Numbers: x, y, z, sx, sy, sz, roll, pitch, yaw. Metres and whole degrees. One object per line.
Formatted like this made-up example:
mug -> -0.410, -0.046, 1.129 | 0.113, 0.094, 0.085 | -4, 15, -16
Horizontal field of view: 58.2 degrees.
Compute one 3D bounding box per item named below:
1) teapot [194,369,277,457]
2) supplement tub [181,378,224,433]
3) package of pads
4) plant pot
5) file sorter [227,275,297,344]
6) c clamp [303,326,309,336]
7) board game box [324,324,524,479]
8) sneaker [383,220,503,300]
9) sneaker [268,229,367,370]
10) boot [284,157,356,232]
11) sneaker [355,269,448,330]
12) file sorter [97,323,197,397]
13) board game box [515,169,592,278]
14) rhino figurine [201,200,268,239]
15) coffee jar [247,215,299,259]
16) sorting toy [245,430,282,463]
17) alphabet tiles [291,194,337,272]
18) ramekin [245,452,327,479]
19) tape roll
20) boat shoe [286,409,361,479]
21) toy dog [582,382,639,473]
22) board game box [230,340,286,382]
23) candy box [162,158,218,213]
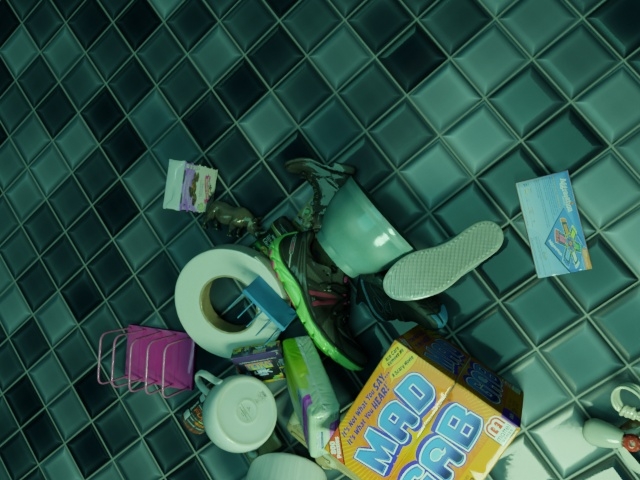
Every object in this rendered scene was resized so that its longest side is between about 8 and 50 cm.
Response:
teapot -> -0.279, 0.550, 1.829 | 0.187, 0.253, 0.255 | -31, 52, 50
supplement tub -> -0.377, 0.560, 1.962 | 0.106, 0.106, 0.198 | 46, 104, 16
package of pads -> -0.026, 0.463, 1.713 | 0.101, 0.229, 0.296 | -13, 41, -13
plant pot -> 0.113, -0.015, 1.671 | 0.196, 0.293, 0.293 | -41, 75, 9
file sorter -> -0.181, 0.219, 1.776 | 0.170, 0.118, 0.104 | 45, 115, 0
c clamp -> -0.005, 0.240, 1.872 | 0.161, 0.022, 0.137 | -42, 70, 17
board game box -> 0.296, 0.489, 1.569 | 0.356, 0.356, 0.356 | 34, 101, 17
sneaker -> 0.343, 0.075, 1.628 | 0.366, 0.150, 0.135 | -24, 75, -5
sneaker -> 0.020, 0.178, 1.755 | 0.202, 0.185, 0.482 | -30, 85, -2
boot -> -0.010, -0.140, 1.836 | 0.263, 0.091, 0.228 | 9, 90, 19
sneaker -> 0.234, 0.191, 1.697 | 0.341, 0.125, 0.139 | 33, 112, 48
file sorter -> -0.609, 0.420, 2.013 | 0.291, 0.182, 0.201 | 4, 91, 21
board game box -> 0.653, -0.044, 1.617 | 0.145, 0.027, 0.281 | -13, 84, 22
rhino figurine -> -0.286, -0.065, 1.956 | 0.244, 0.073, 0.106 | 16, 98, 19
coffee jar -> -0.155, 0.007, 1.890 | 0.184, 0.079, 0.096 | -44, 81, 21
sorting toy -> -0.200, 0.660, 1.924 | 0.132, 0.046, 0.274 | -36, 77, 17
alphabet tiles -> 0.000, 0.000, 1.878 | 0.237, 0.009, 0.198 | 43, 103, 16
ramekin -> -0.109, 0.775, 1.777 | 0.278, 0.135, 0.277 | 6, 132, 6
tape roll -> -0.291, 0.201, 1.899 | 0.393, 0.072, 0.391 | 4, 105, 14
boat shoe -> 0.038, 0.654, 1.802 | 0.341, 0.122, 0.110 | 38, 109, 25
toy dog -> 0.878, 0.525, 1.481 | 0.334, 0.161, 0.220 | 35, 104, 33
board game box -> -0.186, 0.401, 1.874 | 0.171, 0.048, 0.141 | -14, 126, 15
candy box -> -0.437, -0.179, 1.948 | 0.070, 0.196, 0.164 | 9, 92, 22
